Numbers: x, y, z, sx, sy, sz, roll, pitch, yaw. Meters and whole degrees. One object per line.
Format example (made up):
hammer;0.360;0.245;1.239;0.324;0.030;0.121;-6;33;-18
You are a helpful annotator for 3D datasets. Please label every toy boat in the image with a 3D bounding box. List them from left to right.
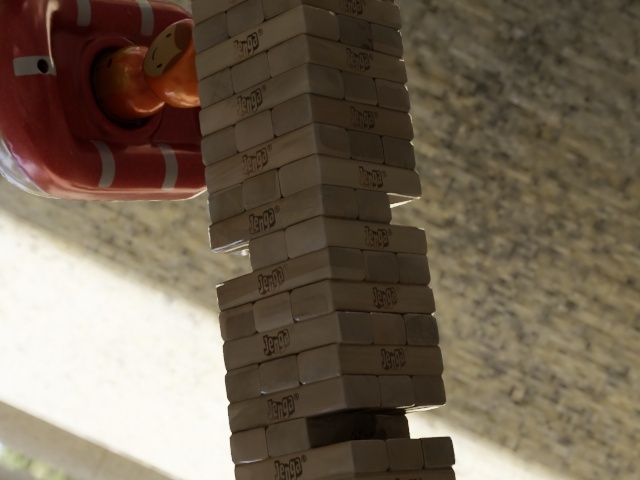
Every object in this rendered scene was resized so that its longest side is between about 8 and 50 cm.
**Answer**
toy boat;-0.126;-0.110;0.989;0.151;0.231;0.151;-16;82;39

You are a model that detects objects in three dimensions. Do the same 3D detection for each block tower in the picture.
block tower;0.000;0.000;0.805;0.097;0.091;0.336;-18;74;39
